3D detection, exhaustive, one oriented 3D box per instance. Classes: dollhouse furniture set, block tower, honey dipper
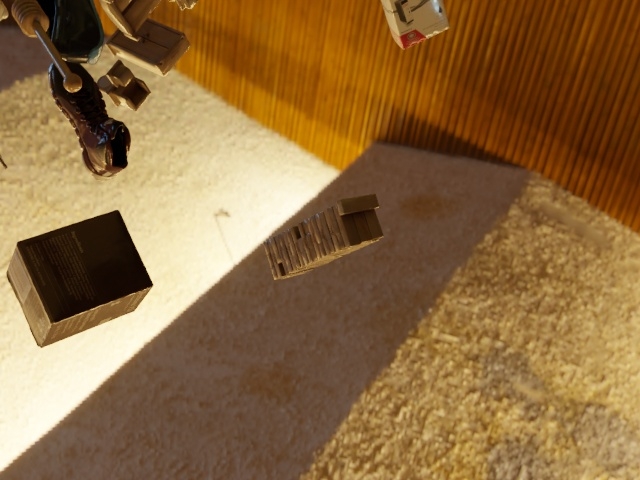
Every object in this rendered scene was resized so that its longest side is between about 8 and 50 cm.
[{"bbox_3d":[-0.451,-0.516,2.107,0.173,0.355,0.303,27,-107,28],"label":"dollhouse furniture set"},{"bbox_3d":[0.000,0.000,1.998,0.091,0.335,0.097,-13,-99,-34],"label":"block tower"},{"bbox_3d":[-0.274,-0.198,0.973,0.030,0.030,0.161,-13,-135,-30],"label":"honey dipper"}]

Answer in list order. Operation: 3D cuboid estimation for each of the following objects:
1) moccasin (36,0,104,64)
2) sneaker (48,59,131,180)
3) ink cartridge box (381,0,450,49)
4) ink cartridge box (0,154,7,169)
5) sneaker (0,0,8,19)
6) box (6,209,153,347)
[{"bbox_3d":[-0.525,-0.485,1.901,0.116,0.138,0.342,-5,-134,-33],"label":"moccasin"},{"bbox_3d":[-0.472,-0.270,2.049,0.106,0.281,0.162,-30,-166,-32],"label":"sneaker"},{"bbox_3d":[0.165,-0.427,1.724,0.099,0.135,0.056,-26,-137,-1],"label":"ink cartridge box"},{"bbox_3d":[-0.480,-0.215,1.194,0.045,0.223,0.224,-28,-132,-5],"label":"ink cartridge box"},{"bbox_3d":[-0.918,-0.517,2.506,0.111,0.297,0.129,38,180,26],"label":"sneaker"},{"bbox_3d":[-0.452,0.072,1.796,0.203,0.168,0.167,-21,-102,-30],"label":"box"}]
